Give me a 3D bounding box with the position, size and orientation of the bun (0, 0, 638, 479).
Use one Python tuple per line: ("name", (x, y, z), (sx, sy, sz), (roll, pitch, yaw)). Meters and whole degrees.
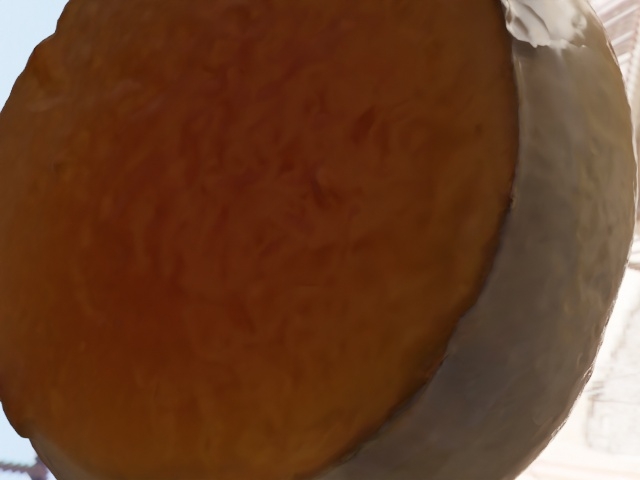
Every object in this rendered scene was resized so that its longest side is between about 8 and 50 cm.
("bun", (0.000, 0.000, 0.629), (0.164, 0.299, 0.299), (25, -104, -51))
